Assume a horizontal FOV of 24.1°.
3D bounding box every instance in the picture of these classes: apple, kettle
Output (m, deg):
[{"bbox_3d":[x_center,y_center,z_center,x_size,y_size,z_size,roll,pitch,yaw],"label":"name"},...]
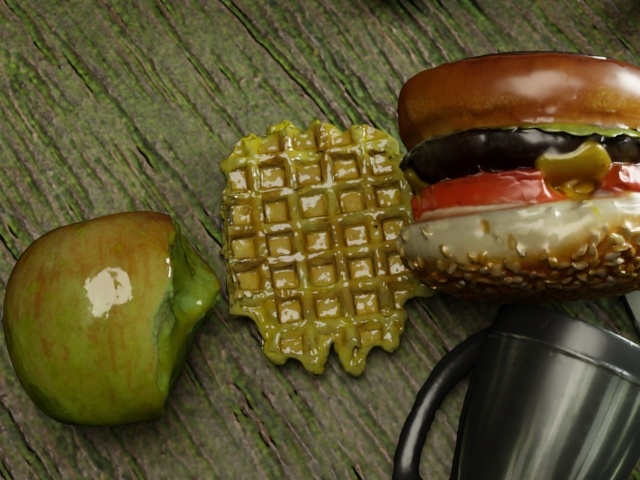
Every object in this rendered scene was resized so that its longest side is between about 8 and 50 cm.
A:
[{"bbox_3d":[-0.225,0.094,1.652,0.246,0.246,0.226,-6,76,2],"label":"apple"},{"bbox_3d":[0.215,0.220,1.593,0.250,0.207,0.271,21,79,5],"label":"kettle"}]

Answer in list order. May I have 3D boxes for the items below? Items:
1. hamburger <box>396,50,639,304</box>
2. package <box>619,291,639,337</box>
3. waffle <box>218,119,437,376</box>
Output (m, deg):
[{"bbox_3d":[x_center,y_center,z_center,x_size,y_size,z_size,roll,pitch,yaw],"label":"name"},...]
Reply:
[{"bbox_3d":[0.240,-0.056,1.619,0.330,0.330,0.250,2,82,5],"label":"hamburger"},{"bbox_3d":[0.445,0.117,1.685,0.166,0.040,0.232,-19,56,5],"label":"package"},{"bbox_3d":[0.000,0.001,1.766,0.307,0.060,0.312,24,70,13],"label":"waffle"}]
